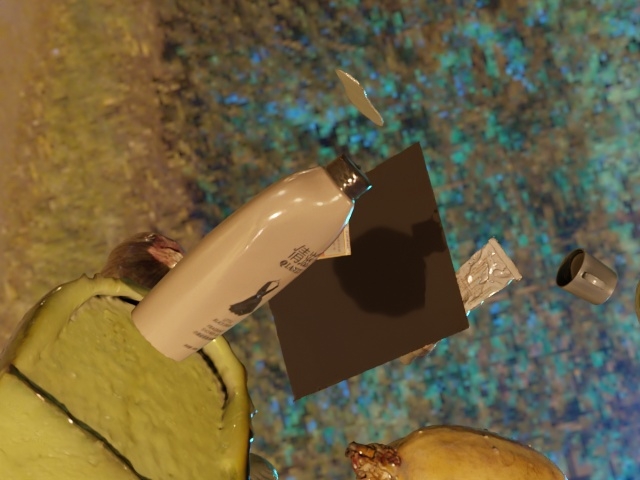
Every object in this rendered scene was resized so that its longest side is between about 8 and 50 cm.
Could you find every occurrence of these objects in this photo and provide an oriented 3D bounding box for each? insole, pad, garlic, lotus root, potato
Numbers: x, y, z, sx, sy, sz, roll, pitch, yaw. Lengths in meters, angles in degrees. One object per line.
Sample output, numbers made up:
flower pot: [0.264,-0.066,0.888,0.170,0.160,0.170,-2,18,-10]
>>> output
insole: [0.058,-0.213,1.916,0.065,0.004,0.197,35,-4,21]
pad: [0.041,0.050,1.692,0.007,0.367,0.247,-1,71,-40]
garlic: [-0.215,0.055,1.674,0.159,0.102,0.147,-3,64,-55]
lotus root: [0.178,0.322,1.656,0.343,0.169,0.151,19,53,-33]
potato: [-0.228,0.206,1.388,0.330,0.213,0.280,45,31,-16]

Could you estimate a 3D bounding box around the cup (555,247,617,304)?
cup: [0.459,0.066,2.188,0.077,0.078,0.100,30,5,-15]

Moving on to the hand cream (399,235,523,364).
hand cream: [0.208,0.107,2.043,0.050,0.257,0.084,4,46,-54]

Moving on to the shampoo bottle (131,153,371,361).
shampoo bottle: [-0.060,0.011,1.219,0.078,0.257,0.127,54,10,29]

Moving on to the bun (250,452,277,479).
bun: [-0.149,0.380,1.904,0.166,0.113,0.173,-45,147,-33]

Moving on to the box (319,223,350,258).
box: [0.000,0.000,1.584,0.012,0.083,0.046,2,82,-52]

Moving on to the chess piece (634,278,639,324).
chess piece: [0.420,0.079,1.477,0.243,0.133,0.133,-10,85,-71]
